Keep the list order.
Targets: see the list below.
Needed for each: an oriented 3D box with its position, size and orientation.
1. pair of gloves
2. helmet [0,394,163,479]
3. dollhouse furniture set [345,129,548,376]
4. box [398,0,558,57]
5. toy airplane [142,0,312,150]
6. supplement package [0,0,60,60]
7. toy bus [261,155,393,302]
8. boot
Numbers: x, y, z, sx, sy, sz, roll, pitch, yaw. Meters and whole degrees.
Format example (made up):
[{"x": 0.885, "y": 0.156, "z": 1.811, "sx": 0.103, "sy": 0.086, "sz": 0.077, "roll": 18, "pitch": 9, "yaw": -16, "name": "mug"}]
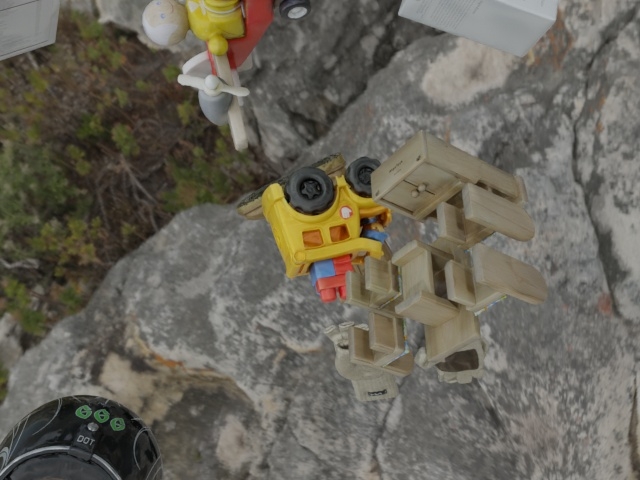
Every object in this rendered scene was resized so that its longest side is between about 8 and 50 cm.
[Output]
[{"x": 0.142, "y": 0.175, "z": 1.205, "sx": 0.240, "sy": 0.204, "sz": 0.042, "roll": -14, "pitch": 47, "yaw": 15, "name": "pair of gloves"}, {"x": -0.221, "y": 0.224, "z": 0.688, "sx": 0.169, "sy": 0.161, "sz": 0.170, "roll": 0, "pitch": 93, "yaw": -6, "name": "helmet"}, {"x": 0.155, "y": 0.020, "z": 0.868, "sx": 0.212, "sy": 0.161, "sz": 0.242, "roll": -40, "pitch": 39, "yaw": 43, "name": "dollhouse furniture set"}, {"x": 0.197, "y": -0.320, "z": 0.923, "sx": 0.170, "sy": 0.091, "sz": 0.130, "roll": 18, "pitch": 72, "yaw": -7, "name": "box"}, {"x": -0.214, "y": -0.410, "z": 1.473, "sx": 0.272, "sy": 0.385, "sz": 0.386, "roll": -8, "pitch": 30, "yaw": -28, "name": "toy airplane"}, {"x": -0.501, "y": -0.414, "z": 1.204, "sx": 0.139, "sy": 0.244, "sz": 0.134, "roll": -30, "pitch": 83, "yaw": -31, "name": "supplement package"}, {"x": 0.034, "y": -0.009, "z": 1.229, "sx": 0.220, "sy": 0.149, "sz": 0.212, "roll": -13, "pitch": 74, "yaw": -12, "name": "toy bus"}, {"x": 0.000, "y": 0.000, "z": 1.444, "sx": 0.236, "sy": 0.089, "sz": 0.270, "roll": -25, "pitch": 103, "yaw": -1, "name": "boot"}]
